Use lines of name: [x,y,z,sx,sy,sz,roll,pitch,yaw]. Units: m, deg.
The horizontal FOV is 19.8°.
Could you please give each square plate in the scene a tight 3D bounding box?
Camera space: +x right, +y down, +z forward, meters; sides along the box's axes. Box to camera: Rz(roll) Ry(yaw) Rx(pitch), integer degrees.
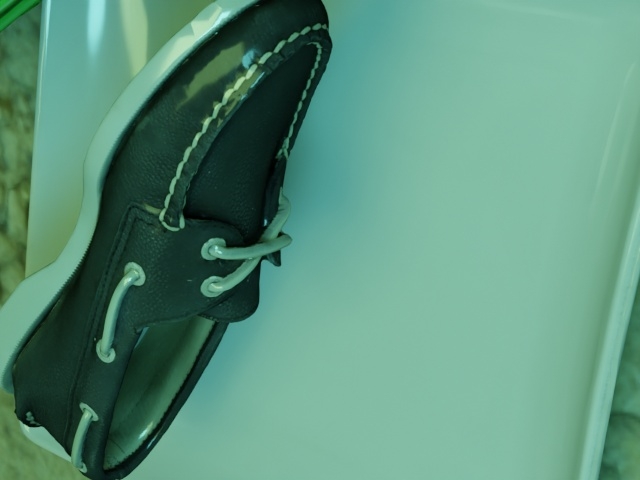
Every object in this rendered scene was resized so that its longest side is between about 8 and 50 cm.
square plate: [0.000,0.000,0.886,0.347,0.049,0.344,21,116,30]

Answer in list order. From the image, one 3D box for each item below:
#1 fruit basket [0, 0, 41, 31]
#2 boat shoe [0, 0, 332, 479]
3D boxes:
fruit basket: [-0.189,-0.244,0.827,0.392,0.392,0.283,-27,119,39]
boat shoe: [-0.060,0.002,0.835,0.091,0.114,0.302,49,139,14]
